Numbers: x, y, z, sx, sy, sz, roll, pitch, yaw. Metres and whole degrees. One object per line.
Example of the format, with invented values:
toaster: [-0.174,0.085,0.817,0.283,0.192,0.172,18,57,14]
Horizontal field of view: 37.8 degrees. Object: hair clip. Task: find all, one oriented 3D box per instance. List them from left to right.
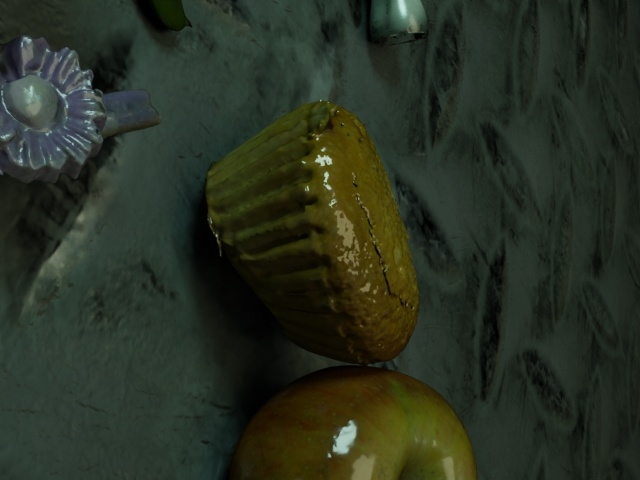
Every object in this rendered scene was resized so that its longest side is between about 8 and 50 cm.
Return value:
hair clip: [-0.218,-0.063,0.566,0.292,0.084,0.106,-27,90,-51]

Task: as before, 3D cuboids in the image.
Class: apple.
apple: [0.024,0.211,0.811,0.235,0.173,0.210,36,60,-39]

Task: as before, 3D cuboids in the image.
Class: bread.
bread: [0.004,0.001,0.811,0.240,0.139,0.240,-20,90,-79]

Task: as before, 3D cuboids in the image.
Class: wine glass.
wine glass: [0.083,-0.309,1.079,0.072,0.072,0.155,-10,93,-58]

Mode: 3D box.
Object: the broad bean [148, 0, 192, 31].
broad bean: [-0.159,-0.302,0.719,0.060,0.043,0.297,-44,121,-39]
